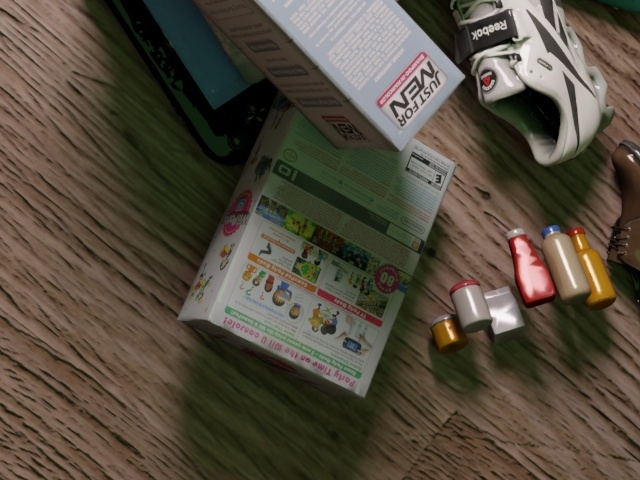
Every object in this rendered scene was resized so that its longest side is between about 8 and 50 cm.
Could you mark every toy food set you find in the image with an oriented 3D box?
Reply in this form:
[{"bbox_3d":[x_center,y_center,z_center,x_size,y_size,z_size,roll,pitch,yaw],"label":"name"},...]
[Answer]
[{"bbox_3d":[0.238,0.050,1.911,0.232,0.111,0.105,-17,65,-1],"label":"toy food set"}]

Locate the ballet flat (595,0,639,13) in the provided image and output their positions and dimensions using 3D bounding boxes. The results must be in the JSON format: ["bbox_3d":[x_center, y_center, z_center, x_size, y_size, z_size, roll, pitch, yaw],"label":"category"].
[{"bbox_3d":[0.313,-0.349,1.925,0.241,0.091,0.077,20,58,-17],"label":"ballet flat"}]

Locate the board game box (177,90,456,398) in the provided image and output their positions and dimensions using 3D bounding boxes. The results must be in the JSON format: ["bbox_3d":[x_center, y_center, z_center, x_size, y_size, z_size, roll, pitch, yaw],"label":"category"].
[{"bbox_3d":[0.000,0.000,1.805,0.224,0.097,0.303,29,76,-25],"label":"board game box"}]

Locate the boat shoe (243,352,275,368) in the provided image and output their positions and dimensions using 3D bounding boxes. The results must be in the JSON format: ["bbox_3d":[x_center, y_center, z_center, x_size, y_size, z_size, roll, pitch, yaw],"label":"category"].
[{"bbox_3d":[-0.034,0.134,1.877,0.135,0.045,0.050,11,80,-16],"label":"boat shoe"}]

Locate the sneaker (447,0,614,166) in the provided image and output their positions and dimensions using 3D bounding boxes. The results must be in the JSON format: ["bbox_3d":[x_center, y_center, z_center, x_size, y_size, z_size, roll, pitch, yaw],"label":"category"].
[{"bbox_3d":[0.223,-0.236,1.853,0.330,0.122,0.146,53,45,-8],"label":"sneaker"}]

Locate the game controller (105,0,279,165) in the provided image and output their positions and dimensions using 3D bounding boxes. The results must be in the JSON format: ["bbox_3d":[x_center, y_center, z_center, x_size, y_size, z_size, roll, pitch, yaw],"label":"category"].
[{"bbox_3d":[-0.136,-0.250,1.824,0.166,0.067,0.319,-34,100,-9],"label":"game controller"}]

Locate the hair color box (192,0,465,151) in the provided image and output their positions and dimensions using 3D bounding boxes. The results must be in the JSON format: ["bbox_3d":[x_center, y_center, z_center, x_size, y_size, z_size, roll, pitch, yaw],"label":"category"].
[{"bbox_3d":[-0.041,-0.259,1.627,0.374,0.185,0.113,45,79,-17],"label":"hair color box"}]

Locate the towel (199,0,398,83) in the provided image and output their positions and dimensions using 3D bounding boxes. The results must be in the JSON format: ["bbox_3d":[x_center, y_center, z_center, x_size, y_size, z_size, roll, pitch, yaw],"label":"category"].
[{"bbox_3d":[-0.002,-0.399,1.749,0.374,0.090,0.321,-31,107,-1],"label":"towel"}]

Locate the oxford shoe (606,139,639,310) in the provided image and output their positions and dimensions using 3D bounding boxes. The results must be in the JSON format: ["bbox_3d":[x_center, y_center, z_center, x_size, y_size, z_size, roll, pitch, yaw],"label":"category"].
[{"bbox_3d":[0.399,-0.012,1.951,0.096,0.083,0.227,-19,96,-7],"label":"oxford shoe"}]
